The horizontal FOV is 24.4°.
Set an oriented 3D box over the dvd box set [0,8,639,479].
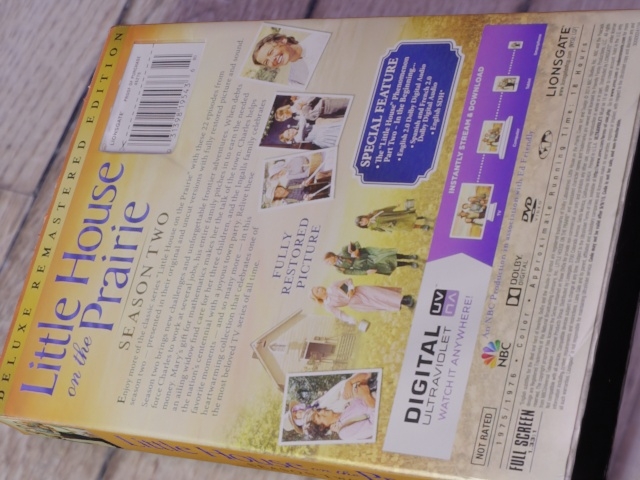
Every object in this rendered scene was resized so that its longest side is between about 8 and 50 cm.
[{"bbox_3d":[0.000,0.000,0.955,0.420,0.062,0.307,2,67,30],"label":"dvd box set"}]
